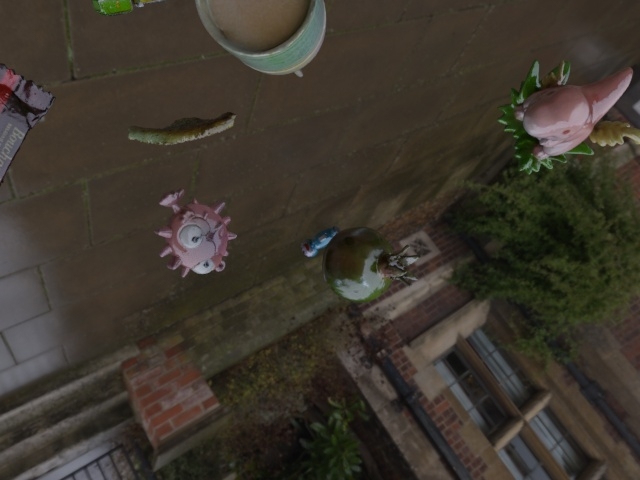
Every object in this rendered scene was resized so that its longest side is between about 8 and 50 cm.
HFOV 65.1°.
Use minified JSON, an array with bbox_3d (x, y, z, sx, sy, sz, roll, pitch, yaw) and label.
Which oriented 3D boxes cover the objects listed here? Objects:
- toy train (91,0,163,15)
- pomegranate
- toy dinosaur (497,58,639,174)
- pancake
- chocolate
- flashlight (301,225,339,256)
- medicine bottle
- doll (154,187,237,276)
[{"bbox_3d":[-0.498,-0.637,1.303,0.202,0.060,0.081,-29,130,-32],"label":"toy train"},{"bbox_3d":[0.115,0.056,1.157,0.224,0.182,0.181,-3,-173,39],"label":"pomegranate"},{"bbox_3d":[0.313,-0.179,0.646,0.194,0.152,0.177,-14,178,-8],"label":"toy dinosaur"},{"bbox_3d":[-0.475,-0.394,1.724,0.376,0.197,0.054,-10,122,-8],"label":"pancake"},{"bbox_3d":[-0.381,-0.111,0.568,0.086,0.028,0.183,33,71,-34],"label":"chocolate"},{"bbox_3d":[0.000,0.000,1.331,0.129,0.051,0.051,-34,166,33],"label":"flashlight"},{"bbox_3d":[-0.105,-0.495,1.115,0.235,0.236,0.406,-39,-174,11],"label":"medicine bottle"},{"bbox_3d":[-0.314,-0.017,1.261,0.211,0.093,0.262,-42,128,-30],"label":"doll"}]
